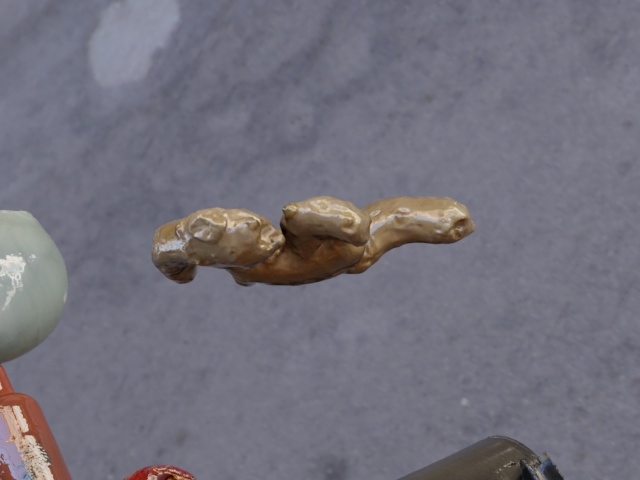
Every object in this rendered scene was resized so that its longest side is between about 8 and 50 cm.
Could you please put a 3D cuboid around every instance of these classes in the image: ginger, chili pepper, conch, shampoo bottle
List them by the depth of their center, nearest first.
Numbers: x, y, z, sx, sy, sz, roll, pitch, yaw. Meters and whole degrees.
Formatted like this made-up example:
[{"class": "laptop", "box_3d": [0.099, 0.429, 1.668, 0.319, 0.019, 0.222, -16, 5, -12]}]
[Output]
[{"class": "ginger", "box_3d": [-0.001, -0.002, 1.045, 0.149, 0.259, 0.065, 127, 138, -81]}, {"class": "chili pepper", "box_3d": [-0.166, 0.258, 1.344, 0.123, 0.073, 0.070, -33, 81, 54]}, {"class": "shampoo bottle", "box_3d": [-0.336, 0.229, 1.511, 0.085, 0.085, 0.244, -42, 65, 24]}, {"class": "conch", "box_3d": [-0.396, 0.054, 1.689, 0.121, 0.185, 0.221, -34, 31, 33]}]

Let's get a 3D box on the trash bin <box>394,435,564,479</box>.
[{"class": "trash bin", "box_3d": [0.140, 0.387, 1.707, 0.203, 0.301, 0.252, 59, 146, 18]}]
